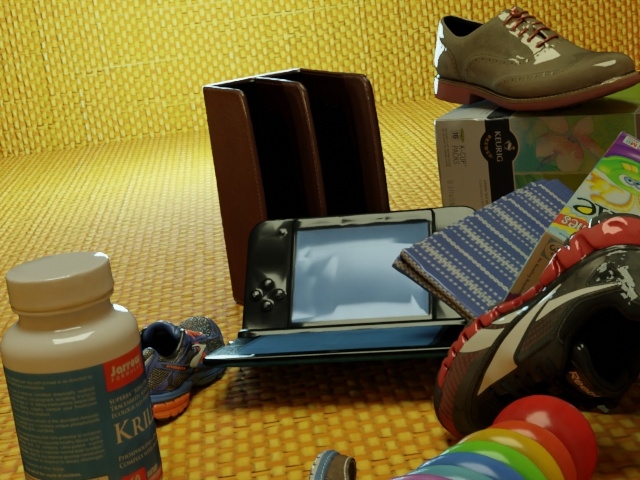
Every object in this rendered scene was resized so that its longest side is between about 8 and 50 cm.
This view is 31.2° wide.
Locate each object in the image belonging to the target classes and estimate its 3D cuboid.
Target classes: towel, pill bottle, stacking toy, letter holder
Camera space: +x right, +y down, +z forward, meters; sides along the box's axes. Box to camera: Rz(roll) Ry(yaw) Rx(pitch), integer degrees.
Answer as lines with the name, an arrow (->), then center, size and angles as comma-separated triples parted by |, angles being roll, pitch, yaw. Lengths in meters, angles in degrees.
towel -> 0.260, 0.046, 1.277 | 0.243, 0.040, 0.336 | 41, 39, 22
pill bottle -> -0.217, 0.128, 1.029 | 0.124, 0.222, 0.124 | -7, 15, 2
stacking toy -> 0.127, 0.191, 0.826 | 0.141, 0.141, 0.330 | 1, 12, 29
letter holder -> -0.024, -0.060, 1.495 | 0.152, 0.302, 0.214 | -15, 17, -26

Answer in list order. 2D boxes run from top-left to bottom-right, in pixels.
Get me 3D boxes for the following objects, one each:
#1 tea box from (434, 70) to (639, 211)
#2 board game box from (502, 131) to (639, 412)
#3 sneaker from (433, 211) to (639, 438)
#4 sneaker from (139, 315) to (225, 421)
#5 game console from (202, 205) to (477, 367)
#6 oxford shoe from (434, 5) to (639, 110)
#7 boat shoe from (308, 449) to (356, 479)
tea box -> 0.381, -0.112, 1.661 | 0.323, 0.220, 0.329 | 0, 17, 29
board game box -> 0.301, 0.022, 1.174 | 0.142, 0.144, 0.275 | 33, 36, 12
sneaker -> 0.197, 0.102, 0.994 | 0.097, 0.276, 0.135 | 29, 33, -24
sneaker -> -0.161, 0.125, 1.282 | 0.083, 0.087, 0.221 | -3, 15, 12
game console -> 0.034, 0.048, 1.296 | 0.293, 0.250, 0.173 | -4, -28, 12
oxford shoe -> 0.275, -0.251, 1.554 | 0.123, 0.130, 0.348 | -21, 21, -37
boat shoe -> 0.021, 0.225, 0.876 | 0.066, 0.066, 0.183 | 0, 25, 7
